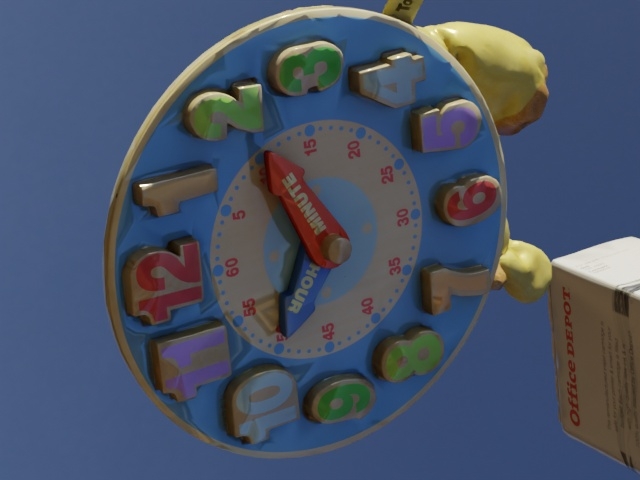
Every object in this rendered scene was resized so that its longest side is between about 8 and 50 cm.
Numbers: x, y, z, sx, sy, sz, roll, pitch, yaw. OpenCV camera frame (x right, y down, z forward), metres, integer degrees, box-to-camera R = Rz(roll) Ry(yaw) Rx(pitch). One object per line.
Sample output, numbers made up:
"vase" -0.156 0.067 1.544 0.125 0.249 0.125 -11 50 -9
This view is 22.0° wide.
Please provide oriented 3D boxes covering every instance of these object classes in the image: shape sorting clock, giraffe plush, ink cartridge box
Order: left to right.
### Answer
"shape sorting clock" 0.000 0.000 0.729 0.040 0.206 0.206 31 -57 58
"giraffe plush" 0.057 -0.035 0.952 0.210 0.181 0.170 91 -10 -65
"ink cartridge box" 0.279 0.102 1.265 0.219 0.092 0.160 27 -51 57
